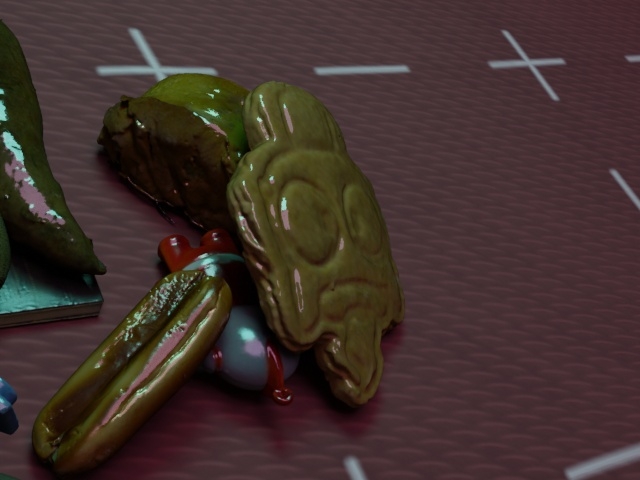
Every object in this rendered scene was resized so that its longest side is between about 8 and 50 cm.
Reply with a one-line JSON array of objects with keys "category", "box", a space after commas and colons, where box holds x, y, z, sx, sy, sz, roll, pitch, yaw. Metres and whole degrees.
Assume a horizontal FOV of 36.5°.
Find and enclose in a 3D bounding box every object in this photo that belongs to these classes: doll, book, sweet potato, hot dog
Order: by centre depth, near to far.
[{"category": "hot dog", "box": [-0.171, 0.126, 0.933, 0.100, 0.068, 0.249, 13, 52, 40]}, {"category": "book", "box": [-0.356, 0.023, 0.999, 0.228, 0.024, 0.160, -6, 53, -32]}, {"category": "doll", "box": [-0.091, 0.082, 1.048, 0.142, 0.076, 0.245, -11, 52, -33]}, {"category": "sweet potato", "box": [-0.357, -0.127, 1.063, 0.130, 0.130, 0.423, -12, 56, -35]}]

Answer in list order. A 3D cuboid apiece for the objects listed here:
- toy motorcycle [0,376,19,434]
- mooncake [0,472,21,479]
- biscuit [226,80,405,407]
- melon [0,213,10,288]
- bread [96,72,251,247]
[{"category": "toy motorcycle", "box": [-0.392, 0.036, 0.708, 0.416, 0.172, 0.232, 35, 61, 13]}, {"category": "mooncake", "box": [-0.301, 0.281, 0.712, 0.275, 0.135, 0.275, 17, 41, -15]}, {"category": "biscuit", "box": [0.004, -0.002, 1.078, 0.269, 0.051, 0.376, 0, 73, -55]}, {"category": "melon", "box": [-0.358, -0.009, 0.938, 0.099, 0.099, 0.162, -17, 61, -38]}, {"category": "bread", "box": [-0.125, -0.110, 1.157, 0.260, 0.147, 0.160, 36, 46, 7]}]
